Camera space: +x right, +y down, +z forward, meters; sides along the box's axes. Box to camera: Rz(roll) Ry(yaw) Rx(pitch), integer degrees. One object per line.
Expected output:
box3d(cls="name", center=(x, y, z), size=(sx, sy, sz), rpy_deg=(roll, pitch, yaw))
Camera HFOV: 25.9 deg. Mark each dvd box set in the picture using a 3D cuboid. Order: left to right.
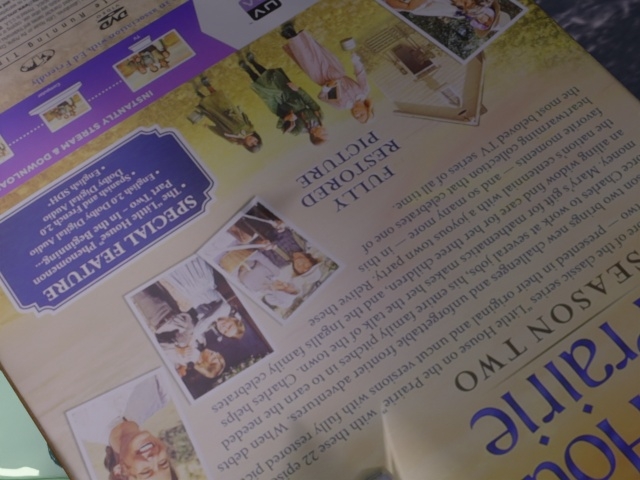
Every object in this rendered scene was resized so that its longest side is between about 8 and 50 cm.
box3d(cls="dvd box set", center=(0.000, 0.000, 0.636), size=(0.307, 0.062, 0.420), rpy_deg=(-35, 62, -12))

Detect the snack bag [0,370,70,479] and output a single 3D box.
box3d(cls="snack bag", center=(-0.132, -0.008, 0.857), size=(0.342, 0.037, 0.323), rpy_deg=(-10, 66, 49))
